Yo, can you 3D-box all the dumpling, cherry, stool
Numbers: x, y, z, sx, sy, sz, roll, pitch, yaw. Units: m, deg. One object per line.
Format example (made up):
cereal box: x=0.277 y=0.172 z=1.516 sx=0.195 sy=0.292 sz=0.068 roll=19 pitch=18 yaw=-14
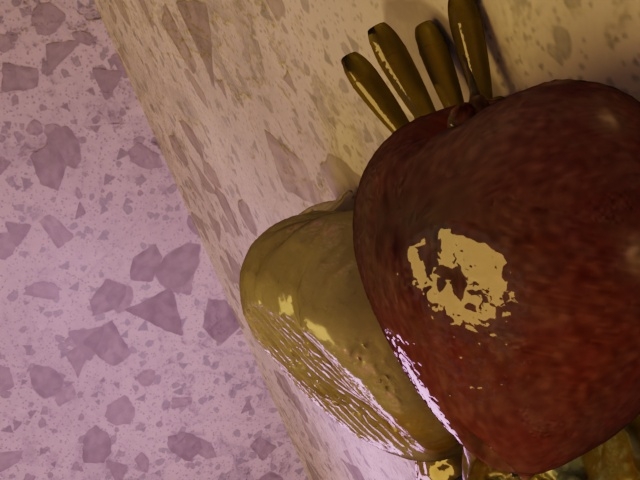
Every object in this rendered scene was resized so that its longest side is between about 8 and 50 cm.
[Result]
dumpling: x=0.000 y=0.000 z=1.277 sx=0.118 sy=0.136 sz=0.199 roll=60 pitch=156 yaw=31
cherry: x=0.145 y=0.017 z=0.624 sx=0.261 sy=0.221 sz=0.308 roll=-3 pitch=96 yaw=61
stool: x=0.093 y=-0.141 z=0.767 sx=0.134 sy=0.135 sz=0.111 roll=-23 pitch=93 yaw=30

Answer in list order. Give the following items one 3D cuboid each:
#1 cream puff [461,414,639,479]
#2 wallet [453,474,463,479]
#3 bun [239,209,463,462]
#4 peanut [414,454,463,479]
cream puff: x=0.240 y=0.174 z=0.744 sx=0.221 sy=0.194 sz=0.195 roll=24 pitch=141 yaw=49
wallet: x=0.227 y=0.387 z=1.002 sx=0.290 sy=0.251 sz=0.054 roll=49 pitch=157 yaw=42
bun: x=0.067 y=0.102 z=1.076 sx=0.365 sy=0.219 sz=0.365 roll=39 pitch=162 yaw=16
peanut: x=0.215 y=0.371 z=1.235 sx=0.136 sy=0.120 sz=0.298 roll=3 pitch=123 yaw=51
